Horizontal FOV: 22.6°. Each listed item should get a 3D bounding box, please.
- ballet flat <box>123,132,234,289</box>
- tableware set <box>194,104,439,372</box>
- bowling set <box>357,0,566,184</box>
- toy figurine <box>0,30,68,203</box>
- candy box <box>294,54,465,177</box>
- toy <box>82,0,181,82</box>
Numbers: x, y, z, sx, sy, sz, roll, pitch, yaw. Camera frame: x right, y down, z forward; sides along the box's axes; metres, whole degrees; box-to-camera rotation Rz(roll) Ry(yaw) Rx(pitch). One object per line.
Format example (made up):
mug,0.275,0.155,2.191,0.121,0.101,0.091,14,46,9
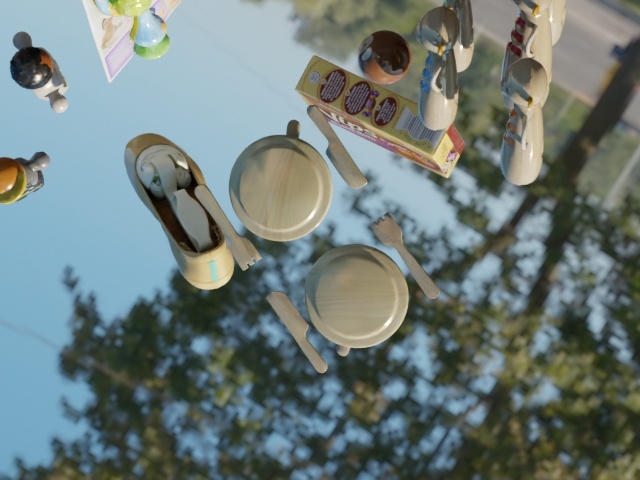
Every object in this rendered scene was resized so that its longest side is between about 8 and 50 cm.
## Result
ballet flat,-0.157,-0.051,1.795,0.232,0.080,0.073,57,164,29
tableware set,0.000,0.000,1.319,0.194,0.128,0.039,56,-167,1
bowling set,0.131,-0.194,1.506,0.200,0.154,0.287,4,-137,7
toy figurine,-0.401,-0.149,1.831,0.210,0.213,0.148,17,179,2
candy box,0.071,-0.144,1.870,0.187,0.053,0.109,26,176,16
toy,-0.186,-0.270,1.692,0.056,0.137,0.237,32,158,15
